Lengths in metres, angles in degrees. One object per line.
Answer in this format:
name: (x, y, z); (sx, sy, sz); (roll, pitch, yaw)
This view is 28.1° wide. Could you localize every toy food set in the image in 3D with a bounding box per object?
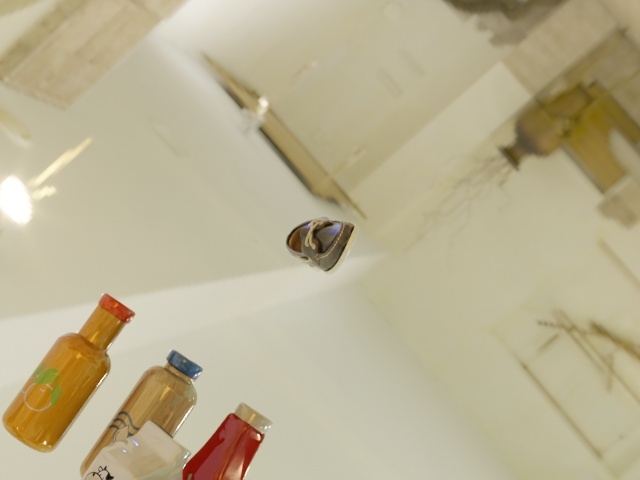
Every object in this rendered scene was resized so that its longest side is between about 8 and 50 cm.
toy food set: (-0.081, 0.125, 0.746); (0.111, 0.104, 0.232); (39, 173, -40)

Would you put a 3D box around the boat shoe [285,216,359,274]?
boat shoe: (0.000, 0.000, 1.065); (0.038, 0.046, 0.125); (30, 173, -10)
